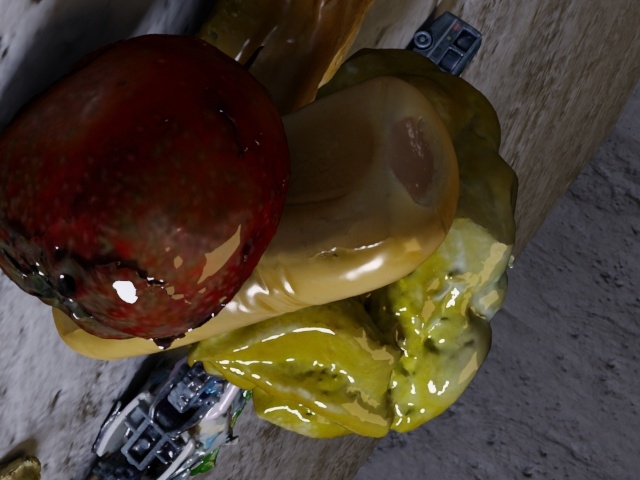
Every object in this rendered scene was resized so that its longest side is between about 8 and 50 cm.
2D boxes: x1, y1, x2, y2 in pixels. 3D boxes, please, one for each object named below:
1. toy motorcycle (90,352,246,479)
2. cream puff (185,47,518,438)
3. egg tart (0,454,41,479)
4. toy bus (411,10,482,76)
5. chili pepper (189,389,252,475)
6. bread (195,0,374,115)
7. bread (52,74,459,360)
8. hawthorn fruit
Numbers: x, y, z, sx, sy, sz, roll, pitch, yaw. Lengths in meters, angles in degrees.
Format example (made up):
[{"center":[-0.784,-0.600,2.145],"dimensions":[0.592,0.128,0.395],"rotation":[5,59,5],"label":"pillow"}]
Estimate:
[{"center":[-0.125,0.158,1.769],"dimensions":[0.239,0.108,0.204],"rotation":[-32,-179,35],"label":"toy motorcycle"},{"center":[0.000,-0.002,1.527],"dimensions":[0.257,0.291,0.324],"rotation":[4,107,-30],"label":"cream puff"},{"center":[-0.267,0.241,1.518],"dimensions":[0.129,0.049,0.129],"rotation":[-54,167,-18],"label":"egg tart"},{"center":[0.105,-0.165,1.920],"dimensions":[0.166,0.065,0.047],"rotation":[-54,170,-18],"label":"toy bus"},{"center":[-0.091,0.160,1.981],"dimensions":[0.257,0.074,0.100],"rotation":[-59,169,17],"label":"chili pepper"},{"center":[-0.015,-0.181,1.257],"dimensions":[0.185,0.109,0.380],"rotation":[-57,175,-43],"label":"bread"},{"center":[-0.046,-0.006,1.214],"dimensions":[0.305,0.091,0.142],"rotation":[-18,-129,33],"label":"bread"},{"center":[-0.100,-0.051,1.115],"dimensions":[0.235,0.181,0.181],"rotation":[-60,173,-31],"label":"hawthorn fruit"}]
